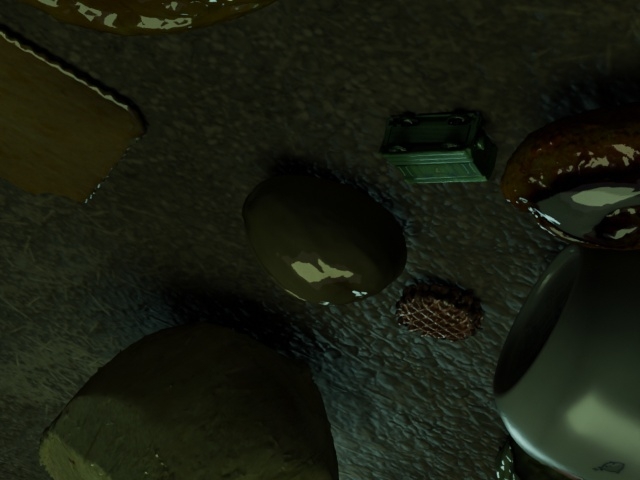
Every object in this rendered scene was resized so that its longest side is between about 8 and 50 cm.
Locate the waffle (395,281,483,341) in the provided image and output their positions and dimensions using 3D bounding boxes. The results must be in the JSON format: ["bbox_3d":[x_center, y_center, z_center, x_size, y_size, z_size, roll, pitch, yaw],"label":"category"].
[{"bbox_3d":[0.111,0.067,1.586,0.083,0.029,0.075,14,151,9],"label":"waffle"}]

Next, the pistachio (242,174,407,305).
[{"bbox_3d":[0.000,0.000,1.492,0.149,0.113,0.113,35,147,-9],"label":"pistachio"}]

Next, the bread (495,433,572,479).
[{"bbox_3d":[0.324,0.376,1.687,0.264,0.395,0.239,-6,164,2],"label":"bread"}]

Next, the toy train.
[{"bbox_3d":[0.095,-0.073,1.378,0.093,0.038,0.056,-1,148,33],"label":"toy train"}]

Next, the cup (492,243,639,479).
[{"bbox_3d":[0.311,0.137,1.388,0.317,0.212,0.212,27,148,-6],"label":"cup"}]

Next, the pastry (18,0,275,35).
[{"bbox_3d":[-0.134,-0.266,1.114,0.356,0.164,0.356,14,146,10],"label":"pastry"}]

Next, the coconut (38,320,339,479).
[{"bbox_3d":[-0.116,0.223,1.749,0.297,0.254,0.297,36,148,27],"label":"coconut"}]

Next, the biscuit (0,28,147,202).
[{"bbox_3d":[-0.293,-0.121,1.576,0.237,0.013,0.232,31,147,-12],"label":"biscuit"}]

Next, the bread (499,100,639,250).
[{"bbox_3d":[0.265,-0.057,1.253,0.269,0.095,0.139,-16,144,24],"label":"bread"}]
